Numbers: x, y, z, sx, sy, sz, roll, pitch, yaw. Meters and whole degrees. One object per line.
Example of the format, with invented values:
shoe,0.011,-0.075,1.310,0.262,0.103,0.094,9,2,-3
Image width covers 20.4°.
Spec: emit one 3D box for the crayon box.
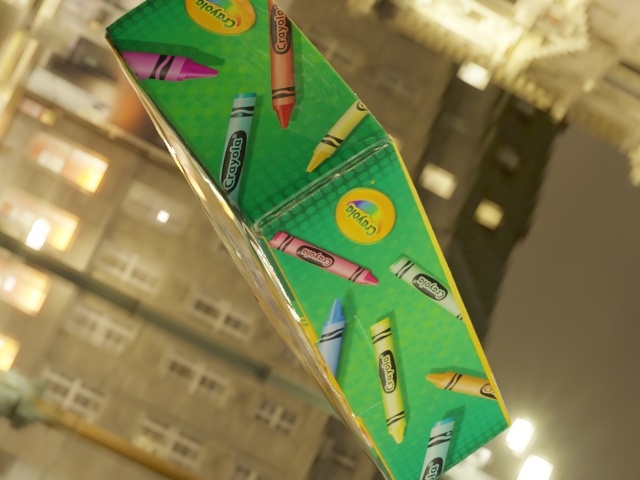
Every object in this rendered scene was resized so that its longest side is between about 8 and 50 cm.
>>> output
crayon box,0.000,0.000,0.944,0.081,0.278,0.165,-34,-129,-5
